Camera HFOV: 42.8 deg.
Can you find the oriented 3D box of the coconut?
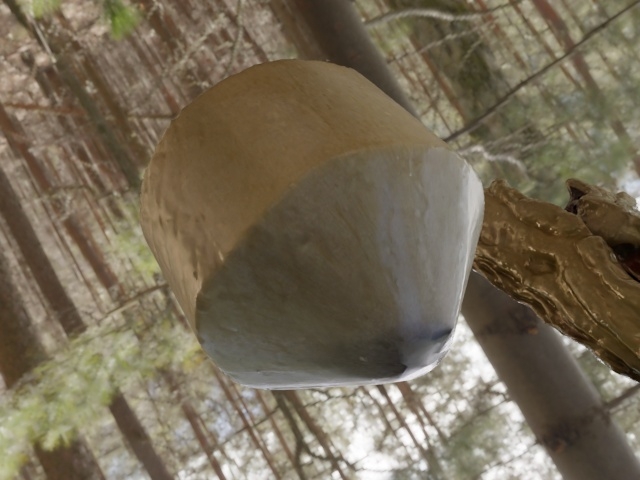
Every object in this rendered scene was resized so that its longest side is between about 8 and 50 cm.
[{"bbox_3d":[0.000,0.000,0.523,0.202,0.222,0.202,-21,136,-22],"label":"coconut"}]

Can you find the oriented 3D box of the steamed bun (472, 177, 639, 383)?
[{"bbox_3d":[0.355,0.019,1.020,0.247,0.428,0.189,20,104,-31],"label":"steamed bun"}]
